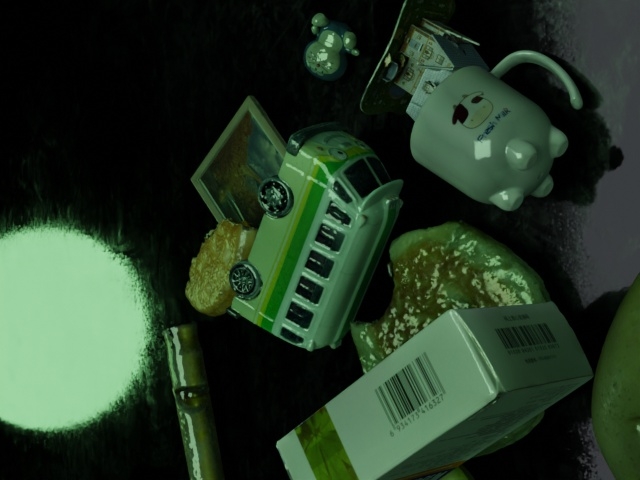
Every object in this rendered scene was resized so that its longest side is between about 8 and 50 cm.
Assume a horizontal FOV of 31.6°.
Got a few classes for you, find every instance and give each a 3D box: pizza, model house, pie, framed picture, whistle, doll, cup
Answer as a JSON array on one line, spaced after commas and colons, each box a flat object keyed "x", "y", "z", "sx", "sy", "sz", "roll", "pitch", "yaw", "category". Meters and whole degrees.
[{"x": -0.134, "y": 0.043, "z": 1.632, "sx": 0.246, "sy": 0.058, "sz": 0.127, "roll": -56, "pitch": 42, "yaw": 45, "category": "pizza"}, {"x": 0.136, "y": -0.206, "z": 1.370, "sx": 0.088, "sy": 0.117, "sz": 0.167, "roll": 38, "pitch": 114, "yaw": 30, "category": "model house"}, {"x": 0.163, "y": 0.121, "z": 1.392, "sx": 0.302, "sy": 0.067, "sz": 0.302, "roll": 0, "pitch": 90, "yaw": 40, "category": "pie"}, {"x": -0.085, "y": -0.060, "z": 1.642, "sx": 0.184, "sy": 0.016, "sz": 0.250, "roll": -50, "pitch": 62, "yaw": 33, "category": "framed picture"}, {"x": -0.186, "y": 0.287, "z": 1.732, "sx": 0.068, "sy": 0.057, "sz": 0.326, "roll": 106, "pitch": 152, "yaw": -82, "category": "whistle"}, {"x": 0.016, "y": -0.254, "z": 1.517, "sx": 0.076, "sy": 0.050, "sz": 0.083, "roll": 33, "pitch": 114, "yaw": 16, "category": "doll"}, {"x": 0.215, "y": -0.120, "z": 1.312, "sx": 0.142, "sy": 0.173, "sz": 0.134, "roll": 38, "pitch": 148, "yaw": 32, "category": "cup"}]

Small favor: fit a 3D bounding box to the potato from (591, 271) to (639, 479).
[{"x": 0.397, "y": 0.125, "z": 1.081, "sx": 0.243, "sy": 0.221, "sz": 0.326, "roll": 32, "pitch": 111, "yaw": 46, "category": "potato"}]

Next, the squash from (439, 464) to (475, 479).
[{"x": 0.089, "y": 0.367, "z": 1.423, "sx": 0.252, "sy": 0.049, "sz": 0.252, "roll": -13, "pitch": 61, "yaw": 24, "category": "squash"}]

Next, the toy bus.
[{"x": 0.000, "y": 0.000, "z": 1.480, "sx": 0.165, "sy": 0.133, "sz": 0.276, "roll": 32, "pitch": 118, "yaw": 20, "category": "toy bus"}]

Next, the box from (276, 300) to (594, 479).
[{"x": 0.124, "y": 0.188, "z": 1.251, "sx": 0.299, "sy": 0.200, "sz": 0.106, "roll": -41, "pitch": 64, "yaw": 34, "category": "box"}]
